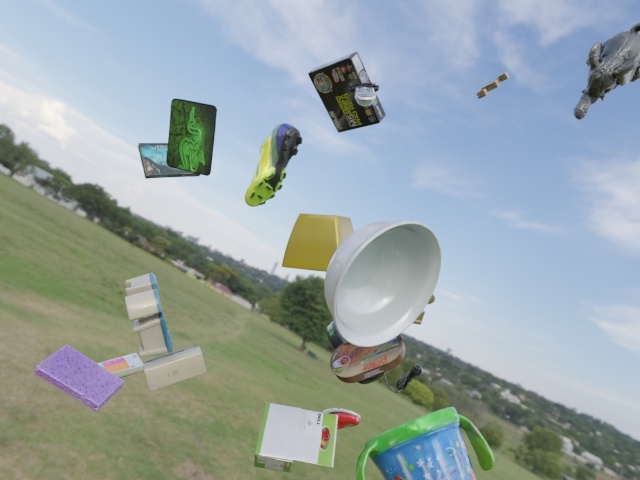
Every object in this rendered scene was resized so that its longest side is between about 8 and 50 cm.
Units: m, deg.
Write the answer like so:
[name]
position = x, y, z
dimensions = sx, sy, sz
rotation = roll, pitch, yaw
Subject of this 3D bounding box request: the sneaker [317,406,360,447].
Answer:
[sneaker]
position = 0.022, 0.698, 1.710
dimensions = 0.279, 0.118, 0.107
rotation = -20, -52, 20

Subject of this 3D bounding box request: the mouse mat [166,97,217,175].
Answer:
[mouse mat]
position = -0.353, -0.282, 1.268
dimensions = 0.152, 0.190, 0.007
rotation = 15, 17, 20

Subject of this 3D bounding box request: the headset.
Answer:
[headset]
position = 0.200, 0.436, 1.798
dimensions = 0.394, 0.185, 0.243
rotation = 43, 13, -10

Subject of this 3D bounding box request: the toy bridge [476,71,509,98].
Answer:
[toy bridge]
position = 0.615, -0.557, 1.688
dimensions = 0.063, 0.188, 0.026
rotation = -16, -71, 56

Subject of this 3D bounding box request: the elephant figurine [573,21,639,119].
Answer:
[elephant figurine]
position = 0.823, -0.484, 1.324
dimensions = 0.169, 0.239, 0.186
rotation = -5, -65, 52

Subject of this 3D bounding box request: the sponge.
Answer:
[sponge]
position = -0.693, 0.395, 1.347
dimensions = 0.210, 0.031, 0.117
rotation = 31, 25, 1

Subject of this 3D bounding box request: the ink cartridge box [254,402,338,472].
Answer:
[ink cartridge box]
position = -0.080, 0.674, 1.572
dimensions = 0.255, 0.189, 0.097
rotation = 10, -49, 0

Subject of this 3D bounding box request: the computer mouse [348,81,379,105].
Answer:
[computer mouse]
position = 0.146, -0.485, 1.553
dimensions = 0.106, 0.193, 0.042
rotation = 2, -56, 3

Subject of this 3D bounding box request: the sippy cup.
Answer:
[sippy cup]
position = 0.246, 0.528, 1.049
dimensions = 0.240, 0.305, 0.224
rotation = 57, 10, -61

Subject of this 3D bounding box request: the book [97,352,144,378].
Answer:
[book]
position = -0.712, 0.447, 1.651
dimensions = 0.144, 0.035, 0.096
rotation = -10, 24, -36

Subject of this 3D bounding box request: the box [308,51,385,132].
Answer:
[box]
position = 0.103, -0.562, 1.798
dimensions = 0.216, 0.060, 0.270
rotation = -1, -50, 43

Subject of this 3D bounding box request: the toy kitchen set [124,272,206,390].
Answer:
[toy kitchen set]
position = -0.349, 0.190, 1.043
dimensions = 0.122, 0.207, 0.166
rotation = -14, 18, -19

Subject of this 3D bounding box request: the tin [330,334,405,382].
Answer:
[tin]
position = 0.116, 0.285, 1.146
dimensions = 0.106, 0.189, 0.040
rotation = -101, 167, -57

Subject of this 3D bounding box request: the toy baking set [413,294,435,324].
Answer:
[toy baking set]
position = 0.209, 0.147, 1.336
dimensions = 0.256, 0.197, 0.030
rotation = 33, 21, -10

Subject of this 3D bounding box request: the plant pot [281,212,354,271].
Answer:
[plant pot]
position = 0.011, 0.005, 1.600
dimensions = 0.212, 0.187, 0.212
rotation = 5, 0, 22

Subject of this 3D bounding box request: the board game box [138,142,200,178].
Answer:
[board game box]
position = -0.515, -0.275, 1.595
dimensions = 0.186, 0.126, 0.026
rotation = -9, -18, -33

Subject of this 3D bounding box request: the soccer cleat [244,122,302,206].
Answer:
[soccer cleat]
position = -0.164, -0.241, 1.490
dimensions = 0.121, 0.289, 0.093
rotation = 31, 2, 40

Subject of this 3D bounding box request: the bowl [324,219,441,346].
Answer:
[bowl]
position = 0.115, 0.073, 1.028
dimensions = 0.298, 0.298, 0.134
rotation = 37, -1, -43
